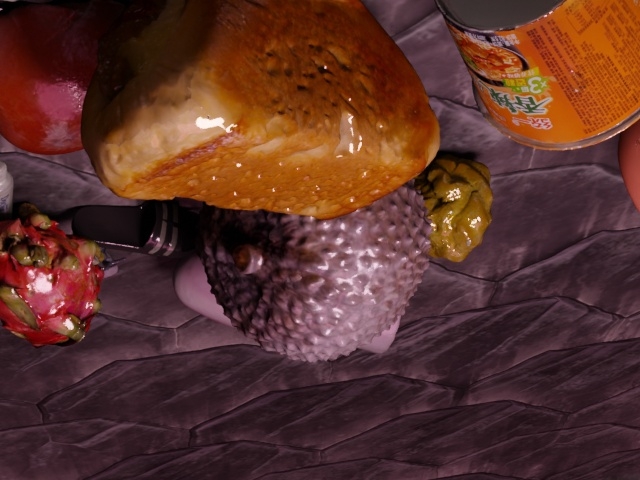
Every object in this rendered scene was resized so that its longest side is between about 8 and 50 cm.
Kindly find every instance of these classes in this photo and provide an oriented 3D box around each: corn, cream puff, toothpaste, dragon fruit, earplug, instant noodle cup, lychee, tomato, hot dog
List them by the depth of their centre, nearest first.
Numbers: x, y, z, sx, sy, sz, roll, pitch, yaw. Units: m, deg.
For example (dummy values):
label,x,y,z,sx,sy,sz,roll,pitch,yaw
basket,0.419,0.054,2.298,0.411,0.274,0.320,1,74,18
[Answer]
label,x,y,z,sx,sy,sz,roll,pitch,yaw
instant noodle cup,0.223,-0.229,1.616,0.230,0.230,0.182,-19,146,21
hot dog,-0.065,-0.157,1.640,0.185,0.223,0.405,-26,161,36
tomato,-0.259,-0.157,1.708,0.199,0.112,0.228,-17,158,10
lychee,0.000,0.005,1.945,0.300,0.300,0.300,-8,156,-4
dragon fruit,-0.347,0.047,2.001,0.160,0.166,0.172,-49,145,-2
toothpaste,-0.405,-0.038,2.003,0.067,0.037,0.255,-8,159,-17
corn,-0.361,-0.024,2.065,0.028,0.027,0.083,19,160,17
cream puff,0.148,-0.048,2.095,0.116,0.146,0.146,18,148,-17
earplug,-0.053,0.058,2.232,0.301,0.172,0.172,6,153,-18

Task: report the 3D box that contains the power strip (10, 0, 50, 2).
label,x,y,z,sx,sy,sz,roll,pitch,yaw
power strip,-0.319,-0.284,1.417,0.257,0.092,0.251,6,155,-24

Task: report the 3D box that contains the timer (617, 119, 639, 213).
label,x,y,z,sx,sy,sz,roll,pitch,yaw
timer,0.481,-0.103,1.968,0.215,0.229,0.230,-27,151,29

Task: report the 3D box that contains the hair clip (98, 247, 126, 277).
label,x,y,z,sx,sy,sz,roll,pitch,yaw
hair clip,-0.347,0.051,2.171,0.187,0.056,0.146,-25,-176,11

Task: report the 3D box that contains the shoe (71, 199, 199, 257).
label,x,y,z,sx,sy,sz,roll,pitch,yaw
shoe,-0.224,-0.021,2.078,0.179,0.071,0.049,4,149,-21
